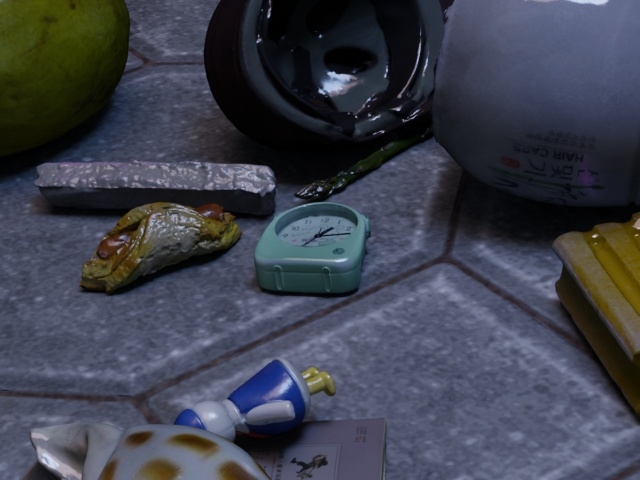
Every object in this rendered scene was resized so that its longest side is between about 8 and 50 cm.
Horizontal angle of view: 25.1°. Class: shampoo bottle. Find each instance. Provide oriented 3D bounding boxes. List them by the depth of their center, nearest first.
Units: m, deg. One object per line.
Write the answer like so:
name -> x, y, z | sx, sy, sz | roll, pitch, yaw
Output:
shampoo bottle -> 0.255, -0.165, 1.359 | 0.266, 0.273, 0.273 | 14, 36, 14

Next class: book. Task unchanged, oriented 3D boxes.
book -> -0.040, 0.181, 1.100 | 0.181, 0.014, 0.127 | -3, 31, 7

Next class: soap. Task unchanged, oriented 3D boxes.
soap -> 0.292, 0.064, 1.165 | 0.140, 0.073, 0.232 | -13, 32, -7

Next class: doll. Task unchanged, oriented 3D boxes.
doll -> -0.058, 0.133, 1.114 | 0.142, 0.058, 0.098 | -23, 12, -24

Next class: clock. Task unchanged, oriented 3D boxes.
clock -> 0.000, 0.000, 1.362 | 0.101, 0.041, 0.135 | 2, 31, 16

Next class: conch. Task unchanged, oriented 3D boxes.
conch -> -0.094, 0.214, 0.926 | 0.148, 0.183, 0.275 | 14, 19, -35

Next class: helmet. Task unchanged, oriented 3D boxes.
helmet -> 0.001, -0.207, 1.557 | 0.305, 0.225, 0.177 | -25, 4, -37

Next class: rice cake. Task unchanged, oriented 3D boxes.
rice cake -> -0.168, -0.055, 1.476 | 0.269, 0.055, 0.049 | 1, 52, 17

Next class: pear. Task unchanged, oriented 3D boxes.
pear -> -0.356, -0.235, 1.617 | 0.287, 0.287, 0.375 | 17, 22, 34

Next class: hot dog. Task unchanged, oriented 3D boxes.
hot dog -> -0.158, -0.006, 1.383 | 0.168, 0.061, 0.078 | -21, 32, -22

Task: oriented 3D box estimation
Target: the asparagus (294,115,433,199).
asparagus -> 0.059, -0.088, 1.513 | 0.233, 0.022, 0.023 | -30, 73, -36
